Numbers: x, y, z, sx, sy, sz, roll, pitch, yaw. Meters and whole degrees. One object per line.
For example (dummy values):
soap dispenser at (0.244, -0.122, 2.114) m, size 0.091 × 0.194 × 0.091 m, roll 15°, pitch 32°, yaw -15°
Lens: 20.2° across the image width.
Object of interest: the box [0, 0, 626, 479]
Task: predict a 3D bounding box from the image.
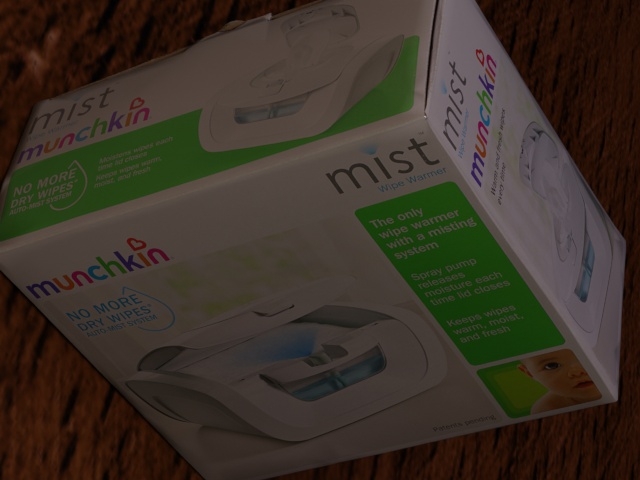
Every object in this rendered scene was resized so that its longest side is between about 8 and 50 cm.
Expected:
box at (0.000, 0.000, 0.972) m, size 0.231 × 0.262 × 0.126 m, roll 52°, pitch 34°, yaw -38°
